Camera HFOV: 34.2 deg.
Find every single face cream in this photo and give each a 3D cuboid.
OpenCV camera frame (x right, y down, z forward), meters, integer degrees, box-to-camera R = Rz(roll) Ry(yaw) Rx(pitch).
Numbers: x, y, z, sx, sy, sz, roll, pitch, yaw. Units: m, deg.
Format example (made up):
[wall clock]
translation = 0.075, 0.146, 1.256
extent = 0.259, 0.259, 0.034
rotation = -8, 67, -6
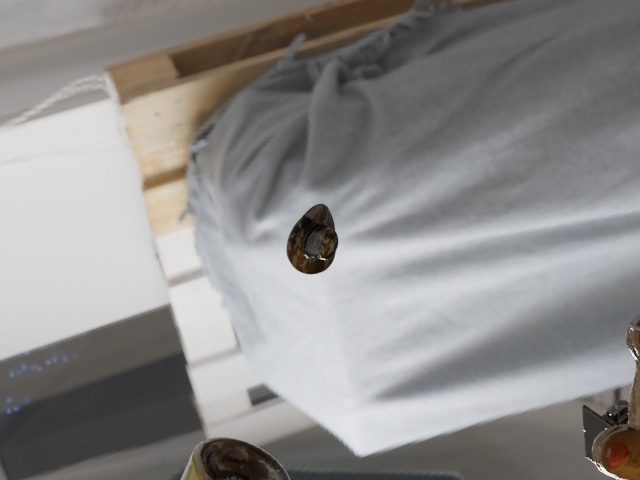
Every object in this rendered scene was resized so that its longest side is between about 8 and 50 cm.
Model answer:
[face cream]
translation = -0.142, 0.365, 1.047
extent = 0.348, 0.105, 0.105
rotation = -65, 31, 20

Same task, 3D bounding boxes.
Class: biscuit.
[biscuit]
translation = 0.599, 0.351, 1.749
extent = 0.064, 0.283, 0.432
rotation = -157, 81, -76

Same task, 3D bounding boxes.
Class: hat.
[hat]
translation = 0.000, 0.000, 1.726
extent = 0.050, 0.121, 0.121
rotation = 14, 125, 46

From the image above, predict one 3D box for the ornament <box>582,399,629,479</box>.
[ornament]
translation = 0.665, 0.380, 2.154
extent = 0.153, 0.196, 0.166
rotation = 34, 146, 47
